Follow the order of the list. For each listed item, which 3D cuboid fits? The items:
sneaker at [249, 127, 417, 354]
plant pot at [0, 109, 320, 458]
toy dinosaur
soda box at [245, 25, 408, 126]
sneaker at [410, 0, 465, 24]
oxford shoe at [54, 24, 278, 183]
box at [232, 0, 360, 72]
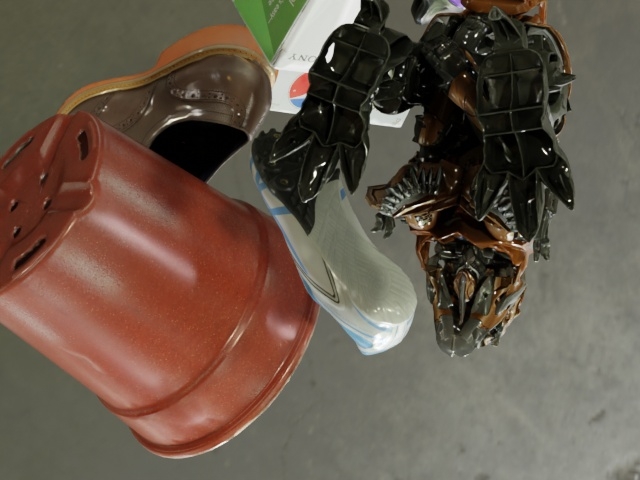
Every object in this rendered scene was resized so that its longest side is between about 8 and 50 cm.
[{"bbox_3d":[0.000,0.000,1.279,0.237,0.085,0.086,57,142,24],"label":"sneaker"},{"bbox_3d":[-0.184,0.028,1.366,0.272,0.272,0.265,-31,130,27],"label":"plant pot"},{"bbox_3d":[0.085,-0.086,0.864,0.164,0.218,0.322,-13,97,25],"label":"toy dinosaur"},{"bbox_3d":[0.006,-0.187,1.627,0.216,0.069,0.074,4,127,-34],"label":"soda box"},{"bbox_3d":[0.063,-0.345,1.499,0.146,0.102,0.293,-36,110,12],"label":"sneaker"},{"bbox_3d":[-0.195,-0.097,1.524,0.130,0.133,0.363,30,138,-32],"label":"oxford shoe"},{"bbox_3d":[-0.026,-0.311,1.042,0.232,0.058,0.322,-56,46,34],"label":"box"}]
